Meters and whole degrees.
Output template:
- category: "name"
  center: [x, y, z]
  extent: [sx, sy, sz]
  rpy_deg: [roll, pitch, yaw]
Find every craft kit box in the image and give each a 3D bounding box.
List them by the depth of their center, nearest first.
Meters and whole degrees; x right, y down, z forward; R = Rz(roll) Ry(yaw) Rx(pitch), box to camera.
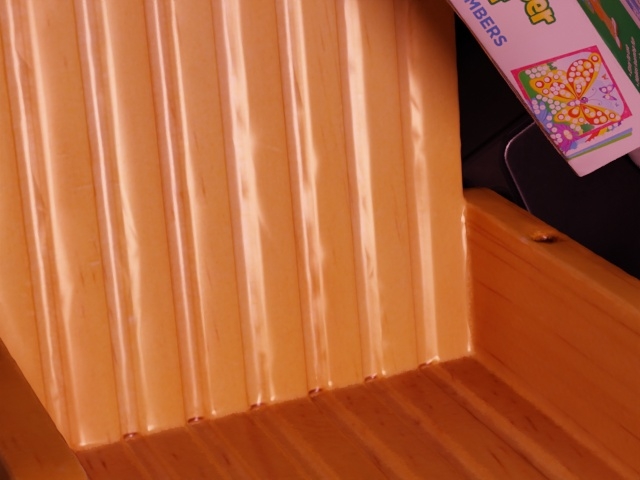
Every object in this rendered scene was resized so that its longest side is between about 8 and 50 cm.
- category: "craft kit box"
  center: [0.089, -0.198, 0.679]
  extent: [0.246, 0.061, 0.250]
  rpy_deg: [45, 32, -25]

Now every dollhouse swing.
- category: "dollhouse swing"
  center: [0.000, 0.000, 0.625]
  extent: [0.346, 0.315, 0.305]
  rpy_deg: [-9, 117, -27]

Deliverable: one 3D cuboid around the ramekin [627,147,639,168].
- category: "ramekin"
  center: [0.307, -0.141, 0.849]
  extent: [0.277, 0.135, 0.277]
  rpy_deg: [-5, 100, -29]
